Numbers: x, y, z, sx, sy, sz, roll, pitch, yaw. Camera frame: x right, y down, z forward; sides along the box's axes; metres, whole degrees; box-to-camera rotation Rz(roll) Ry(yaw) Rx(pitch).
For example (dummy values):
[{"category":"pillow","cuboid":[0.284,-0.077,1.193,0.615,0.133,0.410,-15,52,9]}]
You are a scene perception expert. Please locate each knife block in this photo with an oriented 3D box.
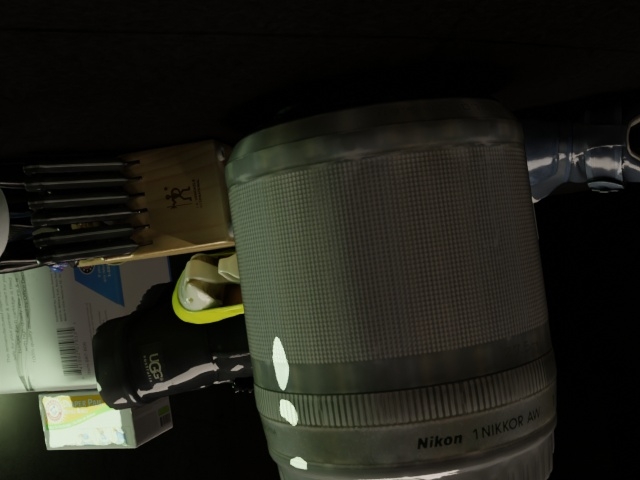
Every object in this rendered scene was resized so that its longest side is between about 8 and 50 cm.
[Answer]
[{"category":"knife block","cuboid":[-0.183,-0.025,0.635,0.242,0.088,0.276,-7,180,10]}]

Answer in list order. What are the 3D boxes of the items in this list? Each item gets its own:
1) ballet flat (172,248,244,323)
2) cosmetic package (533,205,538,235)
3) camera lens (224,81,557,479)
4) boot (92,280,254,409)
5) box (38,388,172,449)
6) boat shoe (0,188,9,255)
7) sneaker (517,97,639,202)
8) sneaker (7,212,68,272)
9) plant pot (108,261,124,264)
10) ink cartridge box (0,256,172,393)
[{"category":"ballet flat","cuboid":[-0.087,0.037,0.684,0.231,0.077,0.077,-9,159,36]},{"category":"cosmetic package","cuboid":[0.283,-0.041,1.602,0.453,0.161,0.230,-7,178,-40]},{"category":"camera lens","cuboid":[0.051,0.036,0.510,0.219,0.274,0.219,-8,180,0]},{"category":"boot","cuboid":[-0.019,0.101,0.913,0.445,0.146,0.367,-12,-173,4]},{"category":"box","cuboid":[-0.388,0.309,1.240,0.203,0.103,0.114,-8,-179,23]},{"category":"boat shoe","cuboid":[-0.342,-0.002,0.386,0.301,0.108,0.102,-1,-179,-2]},{"category":"sneaker","cuboid":[0.277,-0.088,0.708,0.163,0.086,0.226,-5,179,25]},{"category":"sneaker","cuboid":[-0.287,-0.008,0.784,0.221,0.087,0.083,-8,180,-4]},{"category":"plant pot","cuboid":[-0.349,-0.006,1.094,0.079,0.083,0.083,7,-172,37]},{"category":"ink cartridge box","cuboid":[-0.481,0.124,1.286,0.395,0.285,0.166,-8,180,23]}]
